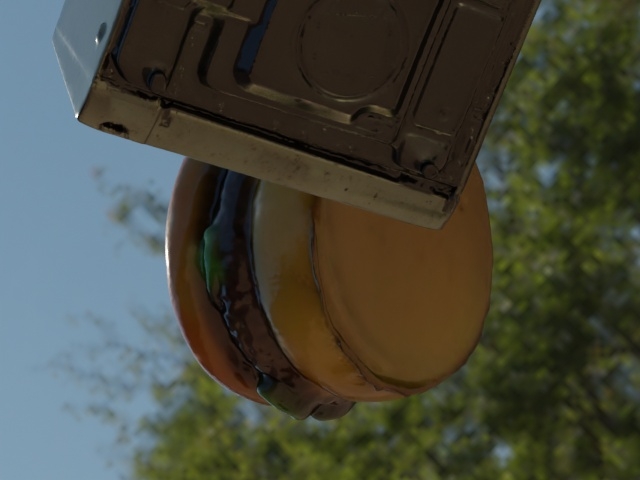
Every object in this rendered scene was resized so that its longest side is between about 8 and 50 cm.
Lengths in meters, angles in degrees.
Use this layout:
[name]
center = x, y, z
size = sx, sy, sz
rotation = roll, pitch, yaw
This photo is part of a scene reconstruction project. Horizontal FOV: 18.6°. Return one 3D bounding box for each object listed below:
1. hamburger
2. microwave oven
[hamburger]
center = 0.000, 0.000, 2.303
size = 0.277, 0.395, 0.396
rotation = -6, 4, 37
[microwave oven]
center = -0.020, -0.221, 1.894
size = 0.394, 0.247, 0.333
rotation = 16, -74, -22
